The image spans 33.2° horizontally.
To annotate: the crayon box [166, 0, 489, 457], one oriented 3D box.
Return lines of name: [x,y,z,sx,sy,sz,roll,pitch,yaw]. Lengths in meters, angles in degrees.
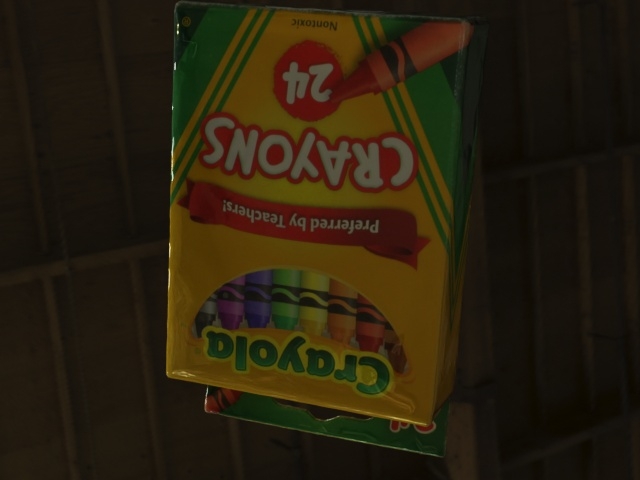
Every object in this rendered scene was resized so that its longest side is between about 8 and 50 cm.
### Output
crayon box: [0.000,0.000,0.747,0.081,0.202,0.319,-32,-53,-67]
